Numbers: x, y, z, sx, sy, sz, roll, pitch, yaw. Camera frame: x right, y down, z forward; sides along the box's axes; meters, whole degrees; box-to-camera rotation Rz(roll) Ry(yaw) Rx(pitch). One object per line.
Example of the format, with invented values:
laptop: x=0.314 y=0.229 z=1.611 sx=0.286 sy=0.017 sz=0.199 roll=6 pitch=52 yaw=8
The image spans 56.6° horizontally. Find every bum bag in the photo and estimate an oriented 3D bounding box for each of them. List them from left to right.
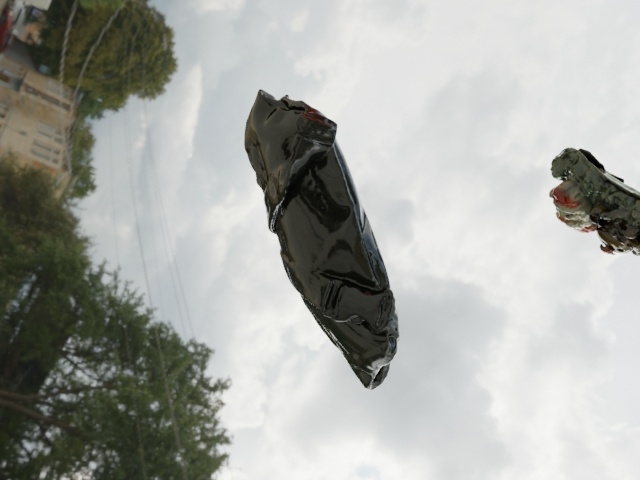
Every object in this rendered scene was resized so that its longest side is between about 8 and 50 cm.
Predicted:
bum bag: x=0.000 y=0.000 z=0.591 sx=0.142 sy=0.079 sz=0.326 roll=-13 pitch=-80 yaw=61

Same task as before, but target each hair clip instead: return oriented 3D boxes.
hair clip: x=0.398 y=-0.011 z=0.723 sx=0.091 sy=0.138 sz=0.321 roll=-40 pitch=-146 yaw=-5
